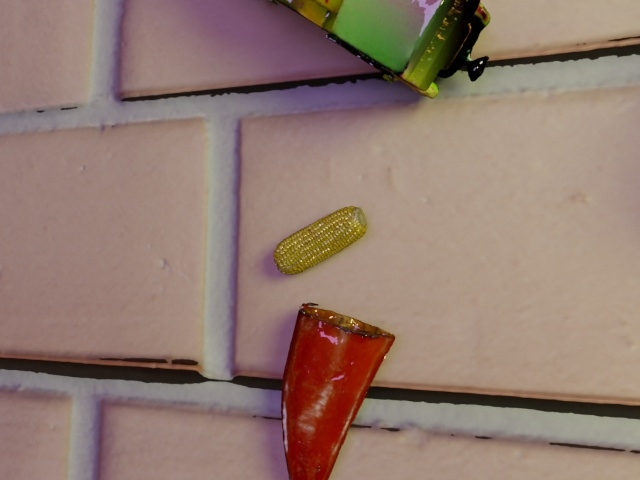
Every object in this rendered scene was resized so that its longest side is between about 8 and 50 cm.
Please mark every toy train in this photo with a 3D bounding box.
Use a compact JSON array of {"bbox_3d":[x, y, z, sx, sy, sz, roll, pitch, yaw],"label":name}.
[{"bbox_3d":[0.006,-0.226,0.590,0.296,0.160,0.100,37,105,21],"label":"toy train"}]

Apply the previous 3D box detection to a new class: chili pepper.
[{"bbox_3d":[0.003,0.147,0.609,0.088,0.065,0.169,16,96,26],"label":"chili pepper"}]

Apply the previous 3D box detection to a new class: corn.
[{"bbox_3d":[0.000,0.000,0.633,0.092,0.037,0.037,-29,75,18],"label":"corn"}]
